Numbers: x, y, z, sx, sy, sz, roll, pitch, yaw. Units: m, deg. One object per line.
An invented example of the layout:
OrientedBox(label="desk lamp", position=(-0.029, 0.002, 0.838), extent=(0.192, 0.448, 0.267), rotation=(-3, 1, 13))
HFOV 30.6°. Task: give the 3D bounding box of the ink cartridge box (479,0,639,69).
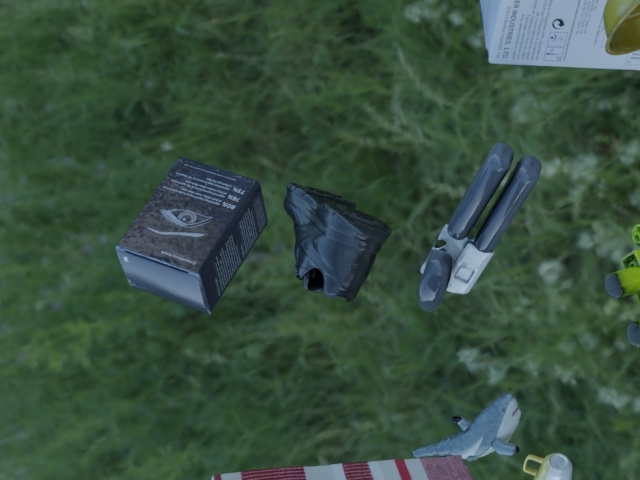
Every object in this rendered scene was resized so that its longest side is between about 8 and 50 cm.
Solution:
OrientedBox(label="ink cartridge box", position=(0.413, -0.349, 1.435), extent=(0.270, 0.395, 0.151), rotation=(95, 178, -50))

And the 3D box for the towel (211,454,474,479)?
OrientedBox(label="towel", position=(0.041, 0.338, 1.388), extent=(0.237, 0.329, 0.037), rotation=(-113, 22, -69))

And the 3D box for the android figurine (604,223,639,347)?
OrientedBox(label="android figurine", position=(0.585, 0.078, 1.848), extent=(0.056, 0.273, 0.248), rotation=(128, 127, -62))

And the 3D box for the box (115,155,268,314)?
OrientedBox(label="box", position=(-0.198, -0.010, 1.839), extent=(0.153, 0.207, 0.108), rotation=(19, 147, 20))

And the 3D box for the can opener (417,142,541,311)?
OrientedBox(label="can opener", position=(0.196, -0.002, 1.507), extent=(0.076, 0.095, 0.283), rotation=(25, 142, 1))

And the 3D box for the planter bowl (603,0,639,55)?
OrientedBox(label="planter bowl", position=(0.339, -0.275, 1.103), extent=(0.090, 0.217, 0.217), rotation=(60, 154, 14))

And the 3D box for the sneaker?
OrientedBox(label="sneaker", position=(0.000, 0.000, 1.611), extent=(0.286, 0.109, 0.130), rotation=(-135, 62, -71))

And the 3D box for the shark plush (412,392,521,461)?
OrientedBox(label="shark plush", position=(0.204, 0.260, 1.606), extent=(0.161, 0.073, 0.067), rotation=(-20, 113, 30))

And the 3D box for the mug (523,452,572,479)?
OrientedBox(label="mug", position=(0.376, 0.380, 1.908), extent=(0.062, 0.078, 0.064), rotation=(-96, 7, -47))
